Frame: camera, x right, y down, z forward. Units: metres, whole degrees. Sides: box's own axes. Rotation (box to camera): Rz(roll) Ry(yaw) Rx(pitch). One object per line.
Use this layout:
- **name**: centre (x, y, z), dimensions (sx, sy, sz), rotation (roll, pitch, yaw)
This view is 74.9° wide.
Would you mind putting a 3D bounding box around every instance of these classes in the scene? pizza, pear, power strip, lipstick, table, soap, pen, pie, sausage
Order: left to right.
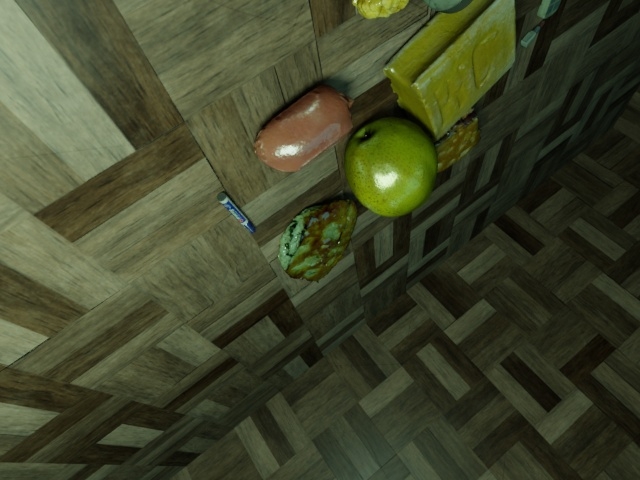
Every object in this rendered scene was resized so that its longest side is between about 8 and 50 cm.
- **pen**: centre (-0.221, -0.068, 1.125), dimensions (0.025, 0.025, 0.204), rotation (-39, 152, -4)
- **sausage**: centre (-0.031, -0.256, 0.980), dimensions (0.254, 0.148, 0.148), rotation (-41, 152, 1)
- **pie**: centre (0.000, 0.000, 1.422), dimensions (0.288, 0.103, 0.355), rotation (-10, 135, -44)
- **pear**: centre (0.202, -0.213, 1.207), dimensions (0.294, 0.294, 0.294), rotation (-31, 150, -20)
- **pizza**: centre (0.434, -0.349, 1.461), dimensions (0.408, 0.114, 0.278), rotation (-26, 149, -29)
- **table**: centre (0.291, -0.581, 0.928), dimensions (0.043, 0.133, 0.134), rotation (-14, 141, -43)
- **soap**: centre (0.362, -0.479, 1.150), dimensions (0.335, 0.156, 0.293), rotation (-45, 148, 4)
- **lipstick**: centre (0.725, -0.706, 1.417), dimensions (0.107, 0.025, 0.025), rotation (-49, 152, 1)
- **power strip**: centre (0.740, -0.801, 1.295), dimensions (0.079, 0.029, 0.227), rotation (-33, 151, -15)

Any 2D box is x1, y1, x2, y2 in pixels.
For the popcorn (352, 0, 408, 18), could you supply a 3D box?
- **popcorn**: centre (0.125, -0.526, 0.776), dimensions (0.140, 0.163, 0.194), rotation (-52, 134, -36)
